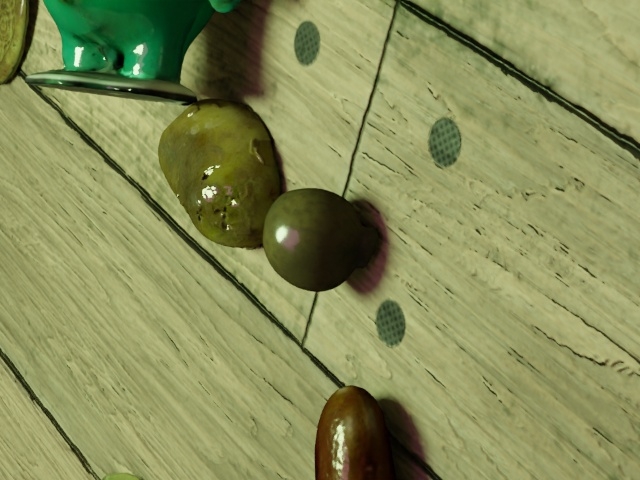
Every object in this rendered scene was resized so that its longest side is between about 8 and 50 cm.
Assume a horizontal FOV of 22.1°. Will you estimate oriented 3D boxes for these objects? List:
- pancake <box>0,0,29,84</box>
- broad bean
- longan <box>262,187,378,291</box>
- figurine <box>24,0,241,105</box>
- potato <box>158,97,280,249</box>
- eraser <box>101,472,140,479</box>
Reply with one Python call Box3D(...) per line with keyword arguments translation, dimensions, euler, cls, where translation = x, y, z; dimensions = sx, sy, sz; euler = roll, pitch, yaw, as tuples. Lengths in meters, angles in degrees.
Box3D(translation=(-0.469, -0.343, 2.338), dimensions=(0.250, 0.031, 0.250), euler=(6, 98, 53), cls="pancake")
Box3D(translation=(0.032, 0.229, 1.638), dimensions=(0.114, 0.084, 0.165), euler=(-30, 62, 56), cls="broad bean")
Box3D(translation=(0.000, 0.000, 1.663), dimensions=(0.119, 0.106, 0.106), euler=(7, 101, 11), cls="longan")
Box3D(translation=(-0.207, -0.327, 1.803), dimensions=(0.323, 0.231, 0.340), euler=(7, 91, 33), cls="figurine")
Box3D(translation=(-0.126, -0.073, 1.842), dimensions=(0.200, 0.081, 0.164), euler=(49, 131, 44), cls="potato")
Box3D(translation=(-0.263, 0.387, 2.079), dimensions=(0.172, 0.058, 0.117), euler=(-56, 49, 39), cls="eraser")
